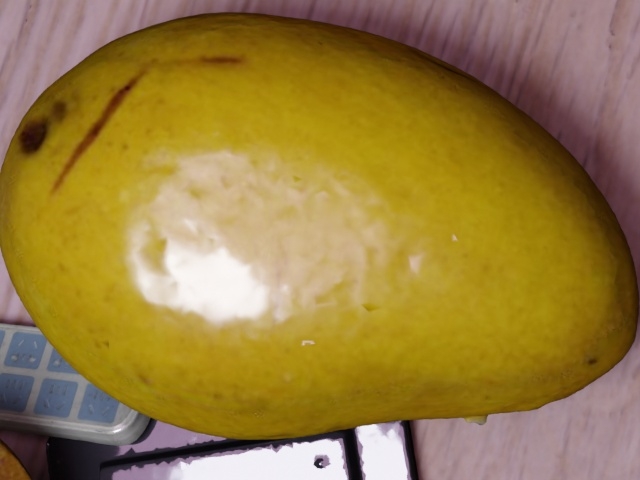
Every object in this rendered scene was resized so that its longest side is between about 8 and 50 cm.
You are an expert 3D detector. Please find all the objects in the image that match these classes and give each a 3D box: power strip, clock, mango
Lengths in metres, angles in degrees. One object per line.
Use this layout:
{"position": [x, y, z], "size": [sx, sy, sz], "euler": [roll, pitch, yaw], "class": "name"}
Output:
{"position": [-0.225, 0.103, 1.185], "size": [0.226, 0.029, 0.080], "euler": [5, 64, 15], "class": "power strip"}
{"position": [-0.055, 0.241, 1.157], "size": [0.273, 0.049, 0.279], "euler": [-11, 83, 7], "class": "clock"}
{"position": [0.000, 0.000, 1.087], "size": [0.445, 0.220, 0.301], "euler": [16, 76, 10], "class": "mango"}

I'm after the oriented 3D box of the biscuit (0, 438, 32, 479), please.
{"position": [-0.282, 0.320, 1.089], "size": [0.283, 0.064, 0.432], "euler": [-1, 102, -28], "class": "biscuit"}
